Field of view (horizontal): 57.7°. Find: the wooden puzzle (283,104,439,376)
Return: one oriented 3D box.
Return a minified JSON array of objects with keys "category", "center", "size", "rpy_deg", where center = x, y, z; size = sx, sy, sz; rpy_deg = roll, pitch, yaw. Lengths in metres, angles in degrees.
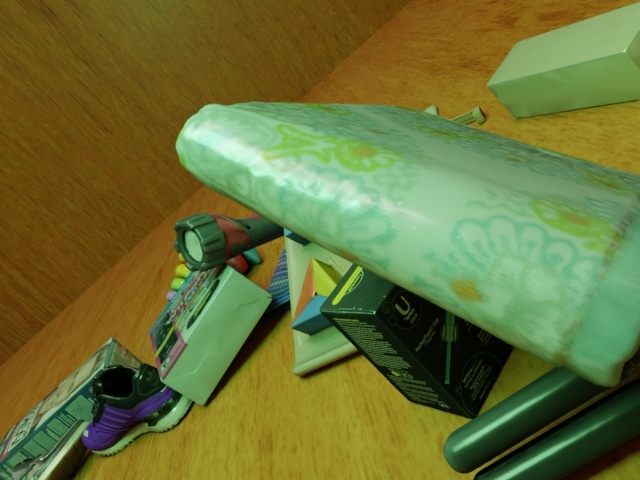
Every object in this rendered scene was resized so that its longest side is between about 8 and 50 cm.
[{"category":"wooden puzzle","center":[0.055,-0.012,0.850],"size":[0.322,0.080,0.348],"rpy_deg":[-31,46,32]}]

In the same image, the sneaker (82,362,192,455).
[{"category":"sneaker","center":[-0.377,0.300,1.088],"size":[0.293,0.146,0.102],"rpy_deg":[-30,23,30]}]

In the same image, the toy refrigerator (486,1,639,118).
[{"category":"toy refrigerator","center":[0.388,-0.259,0.870],"size":[0.102,0.094,0.269],"rpy_deg":[-54,21,-11]}]

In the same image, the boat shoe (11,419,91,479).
[{"category":"boat shoe","center":[-0.560,0.468,1.131],"size":[0.285,0.092,0.103],"rpy_deg":[-58,-12,-30]}]

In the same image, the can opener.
[{"category":"can opener","center":[0.232,0.113,0.464],"size":[0.283,0.076,0.095],"rpy_deg":[-38,-12,15]}]

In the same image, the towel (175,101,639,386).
[{"category":"towel","center":[0.122,-0.037,0.494],"size":[0.320,0.090,0.374],"rpy_deg":[23,22,27]}]

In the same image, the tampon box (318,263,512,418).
[{"category":"tampon box","center":[0.105,0.080,0.602],"size":[0.120,0.161,0.101],"rpy_deg":[-51,21,-24]}]

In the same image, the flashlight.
[{"category":"flashlight","center":[-0.123,-0.035,1.089],"size":[0.103,0.103,0.304],"rpy_deg":[-7,14,47]}]

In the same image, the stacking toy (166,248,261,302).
[{"category":"stacking toy","center":[-0.285,0.117,1.335],"size":[0.165,0.175,0.302],"rpy_deg":[-4,56,55]}]

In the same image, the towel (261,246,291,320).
[{"category":"towel","center":[0.000,0.000,1.151],"size":[0.243,0.040,0.336],"rpy_deg":[-32,22,27]}]

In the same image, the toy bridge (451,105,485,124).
[{"category":"toy bridge","center":[0.235,-0.204,1.142],"size":[0.188,0.026,0.063],"rpy_deg":[-31,20,29]}]

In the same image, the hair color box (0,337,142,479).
[{"category":"hair color box","center":[-0.575,0.399,1.326],"size":[0.347,0.105,0.174],"rpy_deg":[-42,20,1]}]

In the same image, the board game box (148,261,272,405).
[{"category":"board game box","center":[-0.222,0.149,1.119],"size":[0.224,0.097,0.303],"rpy_deg":[-56,19,-6]}]
